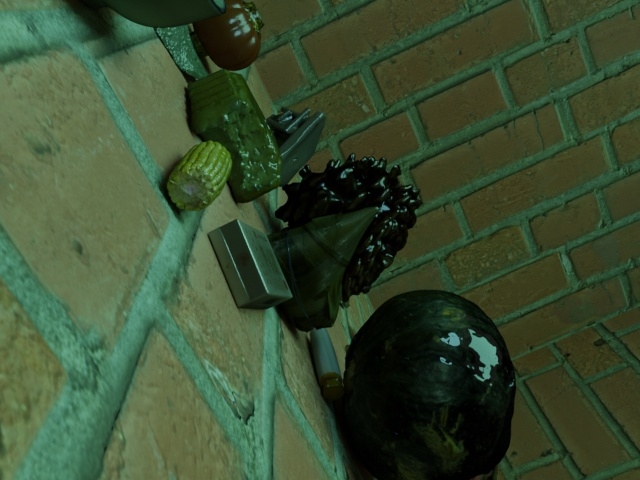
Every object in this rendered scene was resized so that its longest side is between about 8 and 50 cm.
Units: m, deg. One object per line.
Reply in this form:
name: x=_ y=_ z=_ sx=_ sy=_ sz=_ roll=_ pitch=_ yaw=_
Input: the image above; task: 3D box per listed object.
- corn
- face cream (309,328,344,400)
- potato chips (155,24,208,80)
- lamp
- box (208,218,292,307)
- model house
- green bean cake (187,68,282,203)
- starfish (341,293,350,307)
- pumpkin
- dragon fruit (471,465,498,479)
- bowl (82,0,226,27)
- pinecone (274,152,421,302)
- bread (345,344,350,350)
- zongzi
corn: x=-0.186 y=-0.107 z=1.089 sx=0.248 sy=0.081 sz=0.081 roll=-96 pitch=161 yaw=-73
face cream: x=0.012 y=0.264 z=1.492 sx=0.182 sy=0.051 sz=0.072 roll=-108 pitch=179 yaw=-51
potato chips: x=-0.301 y=-0.429 z=1.542 sx=0.228 sy=0.059 sz=0.166 roll=-31 pitch=106 yaw=-84
lamp: x=-0.252 y=-0.569 z=1.859 sx=0.223 sy=0.197 sz=0.223 roll=-24 pitch=90 yaw=-85
box: x=-0.117 y=0.047 z=1.194 sx=0.201 sy=0.058 sz=0.140 roll=29 pitch=37 yaw=-80
model house: x=-0.109 y=-0.243 z=1.728 sx=0.188 sy=0.229 sz=0.122 roll=26 pitch=-24 yaw=34
green bean cake: x=-0.178 y=-0.227 z=1.465 sx=0.232 sy=0.124 sz=0.236 roll=-107 pitch=171 yaw=-52
starfish: x=0.037 y=0.091 z=2.372 sx=0.432 sy=0.083 sz=0.323 roll=41 pitch=28 yaw=-71
pumpkin: x=0.216 y=0.321 z=1.488 sx=0.454 sy=0.344 sz=0.453 roll=-174 pitch=-90 yaw=-74
dragon fruit: x=0.291 y=0.606 z=1.766 sx=0.314 sy=0.297 sz=0.262 roll=-72 pitch=172 yaw=-86
bowl: x=-0.300 y=-0.464 z=1.018 sx=0.354 sy=0.185 sz=0.353 roll=-25 pitch=90 yaw=-84
pinecone: x=0.066 y=-0.056 z=1.790 sx=0.398 sy=0.398 sz=0.397 roll=-25 pitch=90 yaw=-84
bread: x=0.134 y=0.356 z=2.064 sx=0.080 sy=0.084 sz=0.109 roll=-110 pitch=174 yaw=-52
zongzi: x=0.029 y=0.062 z=1.386 sx=0.125 sy=0.275 sz=0.250 roll=-96 pitch=162 yaw=-51
